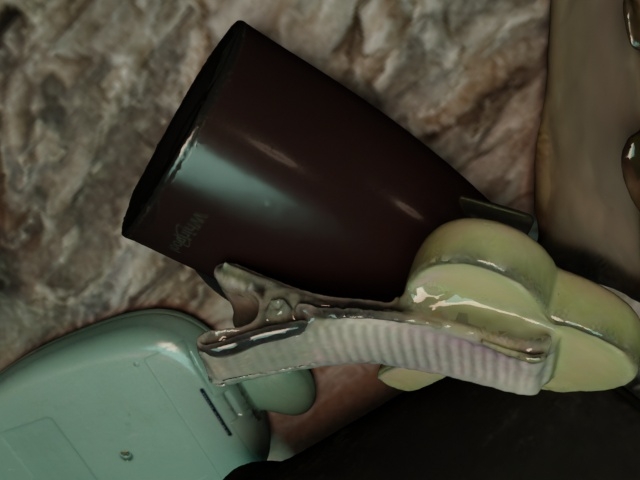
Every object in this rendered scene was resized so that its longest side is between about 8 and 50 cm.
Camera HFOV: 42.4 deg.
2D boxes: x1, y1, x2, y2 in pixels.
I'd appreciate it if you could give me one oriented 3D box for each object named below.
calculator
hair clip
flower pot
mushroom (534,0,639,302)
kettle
[{"bbox_3d":[-0.147,0.147,0.655,0.295,0.042,0.184,-21,114,13],"label":"calculator"},{"bbox_3d":[0.051,0.051,0.432,0.219,0.071,0.159,2,149,12],"label":"hair clip"},{"bbox_3d":[0.131,0.203,0.521,0.379,0.379,0.251,38,98,-16],"label":"flower pot"},{"bbox_3d":[0.330,-0.111,0.438,0.398,0.224,0.313,-2,103,-4],"label":"mushroom"},{"bbox_3d":[0.000,0.000,0.529,0.232,0.144,0.202,29,132,-17],"label":"kettle"}]
